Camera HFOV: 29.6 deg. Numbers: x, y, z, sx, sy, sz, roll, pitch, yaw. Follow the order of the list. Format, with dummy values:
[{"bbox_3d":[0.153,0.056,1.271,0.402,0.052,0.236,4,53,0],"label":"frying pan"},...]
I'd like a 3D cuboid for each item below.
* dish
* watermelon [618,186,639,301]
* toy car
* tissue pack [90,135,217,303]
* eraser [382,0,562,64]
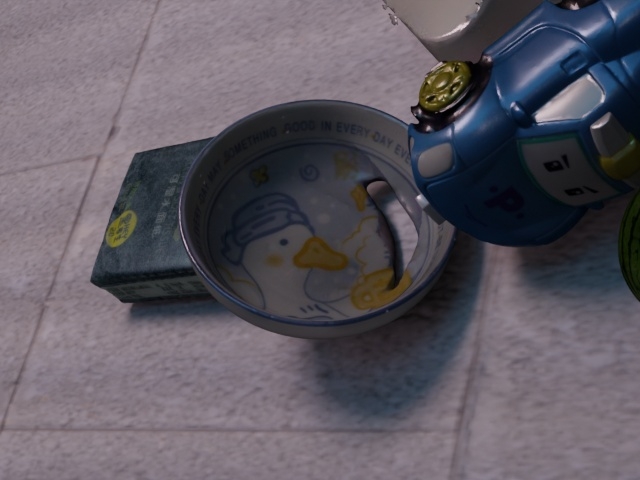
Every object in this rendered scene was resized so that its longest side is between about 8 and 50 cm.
[{"bbox_3d":[0.000,0.000,1.224,0.273,0.133,0.273,-1,56,1],"label":"dish"},{"bbox_3d":[0.322,-0.014,0.945,0.187,0.140,0.141,-46,42,-2],"label":"watermelon"},{"bbox_3d":[0.224,-0.102,1.038,0.314,0.198,0.166,-37,36,13],"label":"toy car"},{"bbox_3d":[-0.133,-0.027,1.390,0.257,0.081,0.185,-7,58,39],"label":"tissue pack"},{"bbox_3d":[0.196,-0.333,1.275,0.331,0.150,0.331,-24,48,30],"label":"eraser"}]
